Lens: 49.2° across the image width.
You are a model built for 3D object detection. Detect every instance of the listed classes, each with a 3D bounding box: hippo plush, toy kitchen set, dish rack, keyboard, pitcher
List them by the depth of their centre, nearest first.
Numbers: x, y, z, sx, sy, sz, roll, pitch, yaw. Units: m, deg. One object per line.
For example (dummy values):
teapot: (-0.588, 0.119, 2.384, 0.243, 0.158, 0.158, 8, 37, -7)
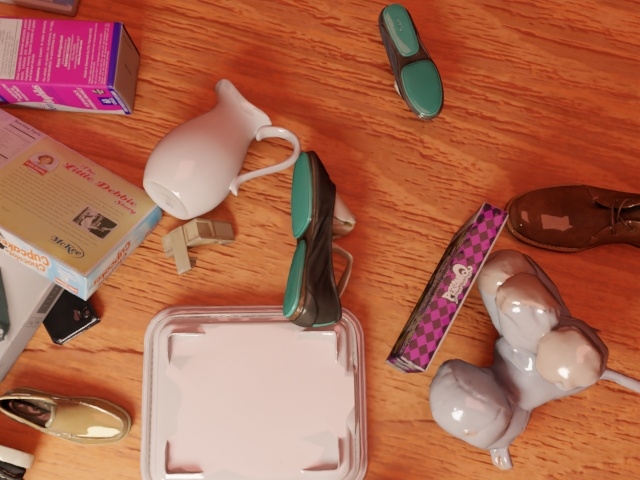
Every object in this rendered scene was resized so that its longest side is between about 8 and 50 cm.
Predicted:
hippo plush: (0.256, 0.167, 0.977, 0.236, 0.294, 0.234, -42, 55, 16)
dish rack: (-0.097, 0.231, 1.010, 0.333, 0.072, 0.285, -1, 78, -2)
pitcher: (-0.145, -0.121, 1.042, 0.178, 0.125, 0.207, 30, 64, 13)
keyboard: (-0.396, 0.057, 1.065, 0.108, 0.023, 0.180, -32, 82, 0)
toy kitchen set: (-0.184, 0.014, 1.071, 0.083, 0.075, 0.068, -24, 73, 35)

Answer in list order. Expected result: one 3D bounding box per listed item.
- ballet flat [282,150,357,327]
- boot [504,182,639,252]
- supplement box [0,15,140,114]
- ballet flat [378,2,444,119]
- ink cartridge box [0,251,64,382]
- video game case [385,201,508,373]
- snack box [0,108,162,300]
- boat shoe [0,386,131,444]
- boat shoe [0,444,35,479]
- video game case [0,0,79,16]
ballet flat: (0.000, 0.000, 1.043, 0.096, 0.095, 0.280, 13, 65, -20)
boot: (0.435, -0.040, 1.047, 0.306, 0.115, 0.112, 3, 80, 1)
supplement box: (-0.408, -0.271, 1.084, 0.220, 0.111, 0.113, 4, 79, 1)
ballet flat: (0.143, -0.277, 1.113, 0.074, 0.074, 0.203, -18, 80, -4)
ink cartridge box: (-0.537, 0.092, 1.026, 0.239, 0.060, 0.275, 31, 84, 6)
video game case: (0.169, 0.075, 0.971, 0.042, 0.210, 0.232, 29, 80, 6)
snack box: (-0.419, -0.065, 1.026, 0.322, 0.060, 0.187, 29, 47, 5)
boat shoe: (-0.370, 0.254, 0.999, 0.190, 0.072, 0.068, 9, 79, 1)
boat shoe: (-0.579, 0.310, 0.959, 0.340, 0.127, 0.113, 15, 67, -7)
video game case: (-0.490, -0.485, 1.171, 0.213, 0.023, 0.193, 12, 79, 2)
